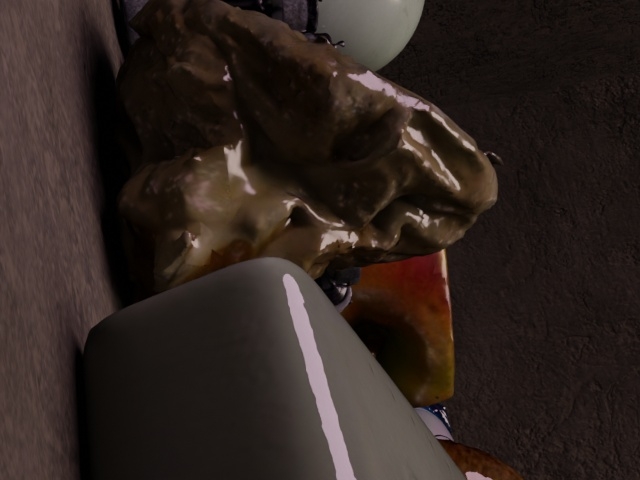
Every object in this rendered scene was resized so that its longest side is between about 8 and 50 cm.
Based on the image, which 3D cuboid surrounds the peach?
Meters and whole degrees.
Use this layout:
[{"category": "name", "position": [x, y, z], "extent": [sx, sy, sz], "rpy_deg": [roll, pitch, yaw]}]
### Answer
[{"category": "peach", "position": [0.000, 0.000, 1.861], "extent": [0.380, 0.242, 0.306], "rpy_deg": [-93, 174, -70]}]

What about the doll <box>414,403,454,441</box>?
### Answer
[{"category": "doll", "position": [0.038, 0.244, 2.080], "extent": [0.284, 0.240, 0.310], "rpy_deg": [-46, 122, -36]}]

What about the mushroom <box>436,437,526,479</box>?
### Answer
[{"category": "mushroom", "position": [0.076, 0.282, 1.551], "extent": [0.356, 0.331, 0.334], "rpy_deg": [88, 11, -50]}]

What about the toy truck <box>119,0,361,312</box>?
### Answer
[{"category": "toy truck", "position": [-0.069, -0.088, 1.598], "extent": [0.178, 0.176, 0.363], "rpy_deg": [109, -28, -69]}]

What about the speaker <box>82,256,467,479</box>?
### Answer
[{"category": "speaker", "position": [-0.003, 0.188, 1.179], "extent": [0.406, 0.183, 0.184], "rpy_deg": [55, 18, -54]}]

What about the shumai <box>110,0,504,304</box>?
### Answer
[{"category": "shumai", "position": [-0.063, -0.020, 1.377], "extent": [0.262, 0.314, 0.267], "rpy_deg": [-58, 150, -5]}]

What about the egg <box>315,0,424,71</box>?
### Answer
[{"category": "egg", "position": [-0.051, -0.314, 1.804], "extent": [0.371, 0.230, 0.230], "rpy_deg": [50, 0, 4]}]
